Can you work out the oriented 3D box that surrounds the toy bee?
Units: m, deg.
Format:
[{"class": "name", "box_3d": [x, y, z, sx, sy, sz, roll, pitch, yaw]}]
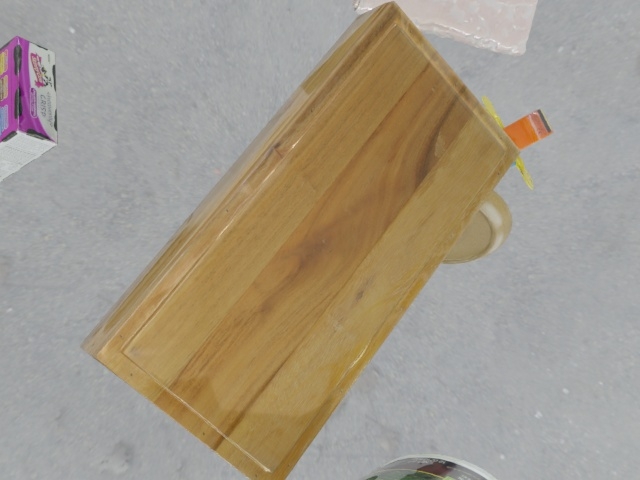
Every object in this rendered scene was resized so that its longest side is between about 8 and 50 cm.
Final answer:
[{"class": "toy bee", "box_3d": [0.347, -0.194, 1.584, 0.162, 0.298, 0.195, -27, 110, -42]}]

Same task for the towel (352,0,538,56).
[{"class": "towel", "box_3d": [0.244, -0.505, 1.356, 0.331, 0.053, 0.317, 10, 102, -18]}]

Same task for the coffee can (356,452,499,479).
[{"class": "coffee can", "box_3d": [0.041, 0.283, 0.584, 0.201, 0.275, 0.202, -1, 87, 27]}]

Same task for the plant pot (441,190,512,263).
[{"class": "plant pot", "box_3d": [0.200, -0.029, 1.334, 0.236, 0.236, 0.032, 20, 54, -3]}]

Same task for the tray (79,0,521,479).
[{"class": "tray", "box_3d": [0.000, 0.000, 0.732, 0.203, 0.076, 0.411, 44, 72, -21]}]

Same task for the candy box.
[{"class": "candy box", "box_3d": [-0.488, -0.173, 1.178, 0.233, 0.071, 0.159, -22, 65, 31]}]
